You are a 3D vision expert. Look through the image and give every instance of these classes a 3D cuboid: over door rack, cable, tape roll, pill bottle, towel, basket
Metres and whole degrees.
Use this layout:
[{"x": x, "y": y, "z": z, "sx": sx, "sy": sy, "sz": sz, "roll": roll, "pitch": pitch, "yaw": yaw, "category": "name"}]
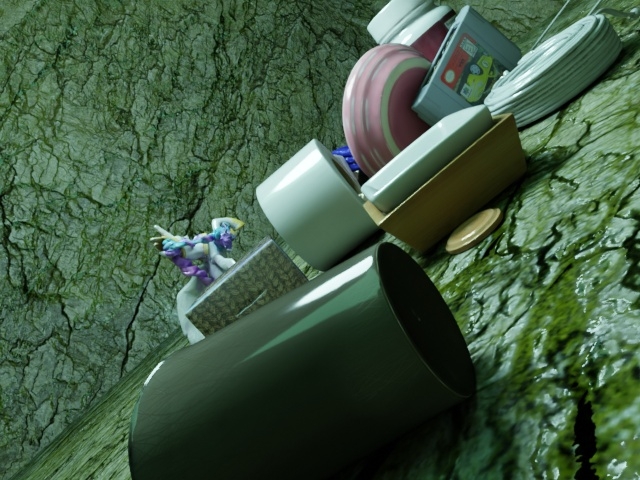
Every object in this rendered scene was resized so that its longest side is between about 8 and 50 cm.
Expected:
[{"x": 0.594, "y": -0.508, "z": 1.187, "sx": 0.324, "sy": 0.108, "sz": 0.239, "roll": -63, "pitch": 10, "yaw": -9, "category": "over door rack"}, {"x": 0.426, "y": -0.307, "z": 1.008, "sx": 0.257, "sy": 0.089, "sz": 0.257, "roll": -45, "pitch": 9, "yaw": -30, "category": "cable"}, {"x": 0.002, "y": -0.076, "z": 1.177, "sx": 0.169, "sy": 0.246, "sz": 0.246, "roll": -38, "pitch": 7, "yaw": 12, "category": "tape roll"}, {"x": 0.323, "y": -0.494, "z": 1.485, "sx": 0.224, "sy": 0.392, "sz": 0.224, "roll": -40, "pitch": 6, "yaw": 5, "category": "pill bottle"}, {"x": 0.194, "y": -0.271, "z": 1.565, "sx": 0.308, "sy": 0.076, "sz": 0.228, "roll": -24, "pitch": 12, "yaw": -42, "category": "towel"}, {"x": -0.008, "y": 0.111, "z": 0.434, "sx": 0.227, "sy": 0.154, "sz": 0.204, "roll": -34, "pitch": 6, "yaw": 22, "category": "basket"}]

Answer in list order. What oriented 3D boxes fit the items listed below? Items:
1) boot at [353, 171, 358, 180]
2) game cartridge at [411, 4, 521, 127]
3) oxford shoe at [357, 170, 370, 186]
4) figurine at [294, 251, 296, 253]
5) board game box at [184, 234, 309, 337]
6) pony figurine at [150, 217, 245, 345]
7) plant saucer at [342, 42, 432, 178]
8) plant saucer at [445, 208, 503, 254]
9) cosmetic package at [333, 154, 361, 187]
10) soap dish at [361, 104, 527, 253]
[{"x": 0.084, "y": -0.203, "z": 1.705, "sx": 0.248, "sy": 0.207, "sz": 0.090, "roll": -37, "pitch": 7, "yaw": 25, "category": "boot"}, {"x": 0.344, "y": -0.365, "z": 1.226, "sx": 0.294, "sy": 0.196, "sz": 0.060, "roll": -63, "pitch": 21, "yaw": -14, "category": "game cartridge"}, {"x": 0.183, "y": -0.165, "z": 1.551, "sx": 0.227, "sy": 0.083, "sz": 0.096, "roll": -5, "pitch": 68, "yaw": 62, "category": "oxford shoe"}, {"x": -0.020, "y": -0.059, "z": 1.902, "sx": 0.209, "sy": 0.092, "sz": 0.215, "roll": -35, "pitch": 8, "yaw": 8, "category": "figurine"}, {"x": -0.155, "y": 0.117, "z": 1.214, "sx": 0.232, "sy": 0.141, "sz": 0.291, "roll": -41, "pitch": 6, "yaw": -4, "category": "board game box"}, {"x": -0.293, "y": 0.092, "z": 1.557, "sx": 0.303, "sy": 0.351, "sz": 0.363, "roll": -32, "pitch": -9, "yaw": 31, "category": "pony figurine"}, {"x": 0.199, "y": -0.288, "z": 1.243, "sx": 0.332, "sy": 0.332, "sz": 0.084, "roll": -44, "pitch": 30, "yaw": -28, "category": "plant saucer"}, {"x": 0.194, "y": -0.014, "z": 0.685, "sx": 0.083, "sy": 0.013, "sz": 0.083, "roll": -39, "pitch": 7, "yaw": 6, "category": "plant saucer"}, {"x": -0.006, "y": -0.122, "z": 1.450, "sx": 0.184, "sy": 0.151, "sz": 0.151, "roll": -35, "pitch": -13, "yaw": 27, "category": "cosmetic package"}, {"x": 0.180, "y": -0.096, "z": 0.852, "sx": 0.229, "sy": 0.118, "sz": 0.291, "roll": -40, "pitch": 7, "yaw": 6, "category": "soap dish"}]
